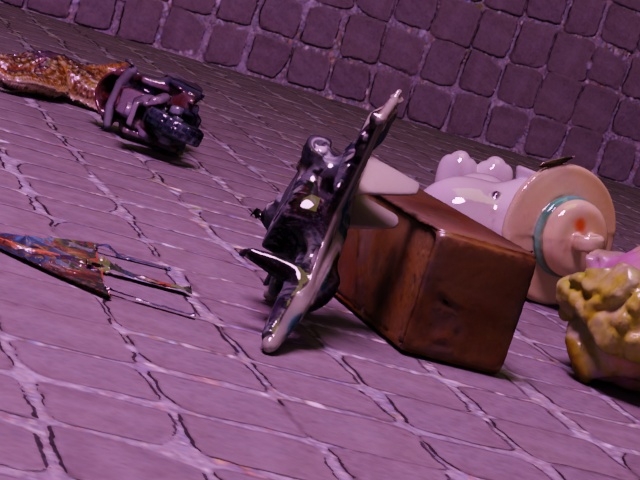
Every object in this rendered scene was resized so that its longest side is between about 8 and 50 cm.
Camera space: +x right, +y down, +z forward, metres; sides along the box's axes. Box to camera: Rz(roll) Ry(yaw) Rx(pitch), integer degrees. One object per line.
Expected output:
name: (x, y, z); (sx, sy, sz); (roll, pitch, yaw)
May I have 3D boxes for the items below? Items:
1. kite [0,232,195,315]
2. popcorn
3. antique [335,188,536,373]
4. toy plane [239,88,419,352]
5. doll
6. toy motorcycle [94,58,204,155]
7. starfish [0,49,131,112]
kite: (-0.163, 0.013, 1.363); (0.160, 0.010, 0.183); (16, 8, -13)
popcorn: (0.249, 0.059, 1.546); (0.126, 0.126, 0.145); (3, 9, -37)
antique: (0.063, 0.011, 1.560); (0.087, 0.093, 0.310); (15, 8, -21)
toy plane: (-0.009, -0.006, 1.373); (0.088, 0.192, 0.262); (35, 35, 4)
doll: (0.194, -0.032, 1.974); (0.208, 0.144, 0.271); (10, 11, 12)
toy motorcycle: (-0.182, -0.142, 2.127); (0.122, 0.082, 0.213); (17, 7, -8)
starfish: (-0.307, -0.194, 2.312); (0.216, 0.071, 0.238); (27, 21, 25)
